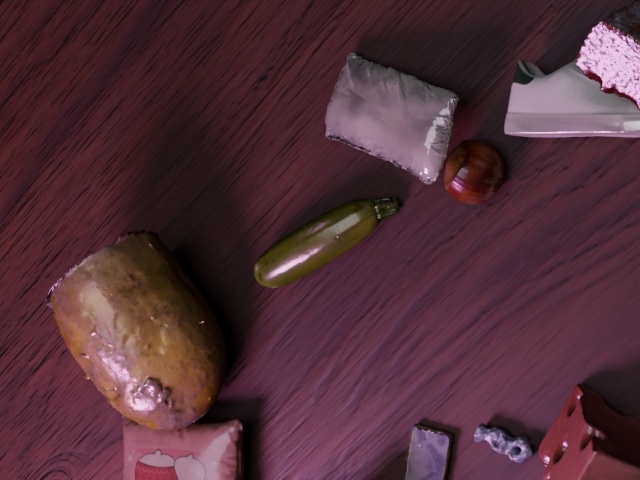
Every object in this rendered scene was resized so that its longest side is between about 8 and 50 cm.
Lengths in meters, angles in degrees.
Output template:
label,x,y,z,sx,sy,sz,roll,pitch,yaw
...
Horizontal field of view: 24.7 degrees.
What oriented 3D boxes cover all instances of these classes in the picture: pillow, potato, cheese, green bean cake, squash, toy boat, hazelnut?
label,x,y,z,sx,sy,sz,roll,pitch,yaw
pillow,0.095,-0.171,2.016,0.229,0.051,0.128,29,106,42
pillow,-0.207,0.373,2.214,0.236,0.084,0.223,1,91,27
potato,-0.253,0.154,2.173,0.229,0.229,0.266,-44,74,24
cheese,0.350,0.286,1.827,0.203,0.177,0.128,37,109,23
green bean cake,0.456,-0.200,1.747,0.233,0.198,0.097,48,157,19
squash,0.000,0.000,2.090,0.252,0.066,0.066,-31,76,27
toy boat,0.149,0.318,2.041,0.063,0.016,0.115,13,99,29
hazelnut,0.206,-0.090,1.963,0.086,0.086,0.086,1,92,31

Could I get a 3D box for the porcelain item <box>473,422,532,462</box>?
label,x,y,z,sx,sy,sz,roll,pitch,yaw
porcelain item,0.248,0.274,1.973,0.083,0.028,0.036,19,99,28

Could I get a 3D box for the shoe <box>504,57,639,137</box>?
label,x,y,z,sx,sy,sz,roll,pitch,yaw
shoe,0.355,-0.186,1.860,0.265,0.095,0.110,-1,89,32
